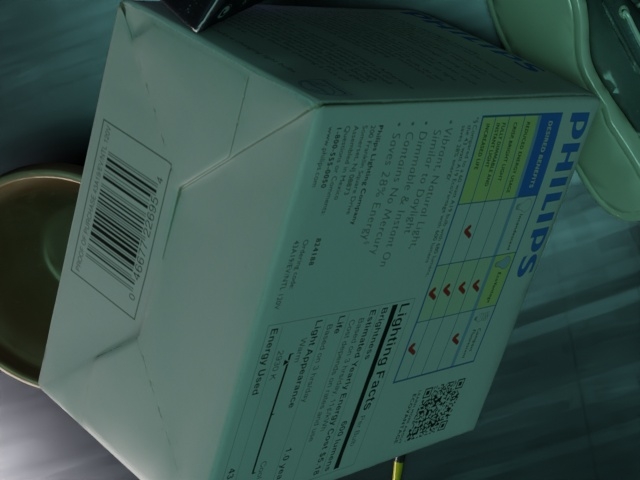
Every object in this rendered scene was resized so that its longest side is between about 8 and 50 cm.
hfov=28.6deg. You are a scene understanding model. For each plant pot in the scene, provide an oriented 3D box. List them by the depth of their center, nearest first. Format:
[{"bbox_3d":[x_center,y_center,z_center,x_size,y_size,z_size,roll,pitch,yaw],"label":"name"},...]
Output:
[{"bbox_3d":[-0.248,0.025,1.267,0.237,0.110,0.237,3,112,7],"label":"plant pot"}]

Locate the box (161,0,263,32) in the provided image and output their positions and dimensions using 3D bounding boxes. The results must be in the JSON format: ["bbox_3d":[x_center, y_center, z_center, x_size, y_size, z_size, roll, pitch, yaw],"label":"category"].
[{"bbox_3d":[-0.080,-0.347,0.955,0.296,0.294,0.183,44,129,6],"label":"box"}]

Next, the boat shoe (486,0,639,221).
[{"bbox_3d":[0.248,-0.177,1.144,0.099,0.116,0.320,-32,100,-26],"label":"boat shoe"}]

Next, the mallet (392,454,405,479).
[{"bbox_3d":[0.084,0.239,1.348,0.039,0.062,0.190,8,97,3],"label":"mallet"}]

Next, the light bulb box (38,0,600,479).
[{"bbox_3d":[0.000,0.000,1.062,0.225,0.361,0.358,34,117,35],"label":"light bulb box"}]
